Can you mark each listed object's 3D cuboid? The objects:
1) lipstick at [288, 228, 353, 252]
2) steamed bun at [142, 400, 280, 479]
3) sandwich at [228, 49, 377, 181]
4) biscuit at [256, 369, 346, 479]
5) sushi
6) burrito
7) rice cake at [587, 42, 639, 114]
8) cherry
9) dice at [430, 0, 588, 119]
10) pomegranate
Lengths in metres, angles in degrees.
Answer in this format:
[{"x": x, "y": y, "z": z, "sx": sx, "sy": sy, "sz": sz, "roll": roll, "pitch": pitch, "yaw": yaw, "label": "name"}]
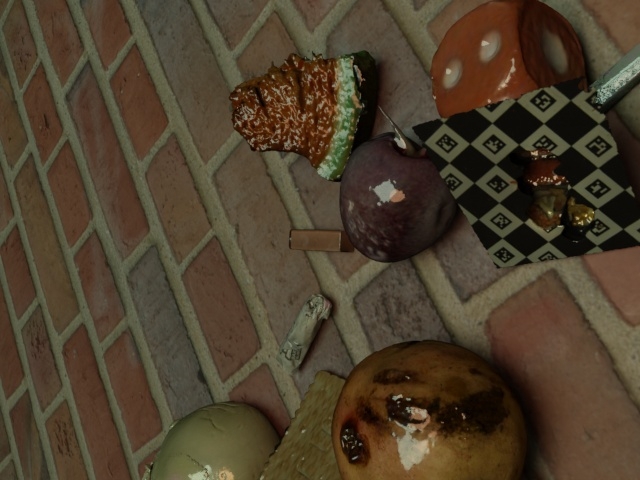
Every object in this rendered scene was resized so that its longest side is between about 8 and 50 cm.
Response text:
[{"x": 0.000, "y": 0.000, "z": 1.444, "sx": 0.145, "sy": 0.045, "sz": 0.045, "roll": 2, "pitch": 88, "yaw": 44, "label": "lipstick"}, {"x": -0.227, "y": 0.516, "z": 1.515, "sx": 0.312, "sy": 0.233, "sz": 0.333, "roll": -34, "pitch": 67, "yaw": 38, "label": "steamed bun"}, {"x": -0.038, "y": -0.257, "z": 1.412, "sx": 0.301, "sy": 0.162, "sz": 0.250, "roll": 8, "pitch": 109, "yaw": 14, "label": "sandwich"}, {"x": -0.007, "y": 0.416, "z": 1.343, "sx": 0.217, "sy": 0.044, "sz": 0.324, "roll": 16, "pitch": 71, "yaw": 46, "label": "biscuit"}, {"x": 0.317, "y": -0.097, "z": 1.045, "sx": 0.264, "sy": 0.050, "sz": 0.290, "roll": -13, "pitch": 123, "yaw": 38, "label": "sushi"}, {"x": -0.037, "y": 0.194, "z": 1.464, "sx": 0.064, "sy": 0.064, "sz": 0.203, "roll": 48, "pitch": 121, "yaw": 34, "label": "burrito"}, {"x": 0.461, "y": -0.259, "z": 1.020, "sx": 0.211, "sy": 0.034, "sz": 0.043, "roll": -45, "pitch": 61, "yaw": 33, "label": "rice cake"}, {"x": 0.130, "y": -0.078, "z": 1.231, "sx": 0.213, "sy": 0.184, "sz": 0.265, "roll": 49, "pitch": 136, "yaw": 43, "label": "cherry"}, {"x": 0.280, "y": -0.246, "z": 1.076, "sx": 0.179, "sy": 0.174, "sz": 0.174, "roll": -19, "pitch": 65, "yaw": 50, "label": "dice"}, {"x": 0.163, "y": 0.307, "z": 1.117, "sx": 0.322, "sy": 0.322, "sz": 0.321, "roll": -2, "pitch": 87, "yaw": 44, "label": "pomegranate"}]
